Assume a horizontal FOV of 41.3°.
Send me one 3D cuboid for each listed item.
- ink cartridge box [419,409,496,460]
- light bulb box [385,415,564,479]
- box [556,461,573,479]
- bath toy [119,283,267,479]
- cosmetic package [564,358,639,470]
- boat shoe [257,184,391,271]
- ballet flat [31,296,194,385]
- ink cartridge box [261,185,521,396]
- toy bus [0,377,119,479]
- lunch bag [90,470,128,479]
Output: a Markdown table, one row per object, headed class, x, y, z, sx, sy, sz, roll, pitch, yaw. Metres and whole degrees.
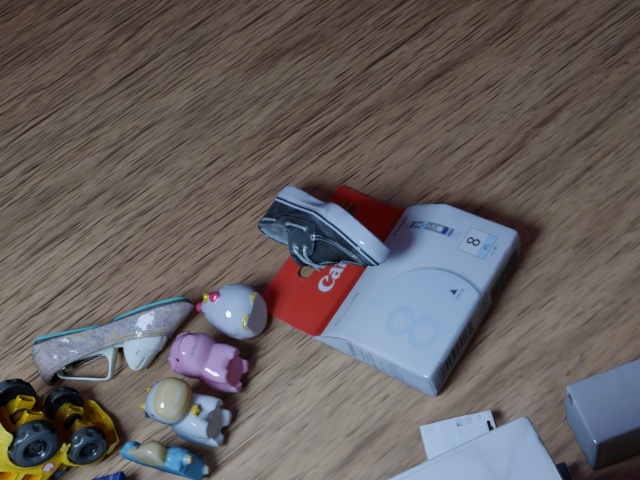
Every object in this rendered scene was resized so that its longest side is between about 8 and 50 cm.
| class | x | y | z | sx | sy | sz | roll | pitch | yaw |
| --- | --- | --- | --- | --- | --- | --- | --- | --- | --- |
| ink cartridge box | 0.217 | 0.308 | 1.315 | 0.115 | 0.029 | 0.063 | -15 | 54 | 5 |
| light bulb box | 0.223 | 0.452 | 0.992 | 0.225 | 0.361 | 0.358 | -24 | 61 | -1 |
| box | 0.302 | 0.401 | 1.229 | 0.162 | 0.029 | 0.116 | -19 | 55 | 4 |
| bath toy | -0.206 | 0.218 | 1.426 | 0.129 | 0.151 | 0.348 | 6 | 56 | 25 |
| cosmetic package | 0.483 | 0.234 | 1.230 | 0.238 | 0.127 | 0.107 | -24 | 54 | 1 |
| boat shoe | 0.000 | 0.000 | 1.498 | 0.119 | 0.121 | 0.335 | -52 | 31 | -7 |
| ballet flat | -0.365 | 0.192 | 1.529 | 0.316 | 0.107 | 0.106 | -17 | 74 | 10 |
| ink cartridge box | 0.107 | 0.054 | 1.480 | 0.385 | 0.091 | 0.308 | 24 | 66 | 27 |
| toy bus | -0.478 | 0.358 | 1.404 | 0.149 | 0.220 | 0.211 | 37 | 103 | 45 |
| lunch bag | -0.334 | 0.420 | 1.364 | 0.065 | 0.067 | 0.098 | -15 | 31 | 6 |
